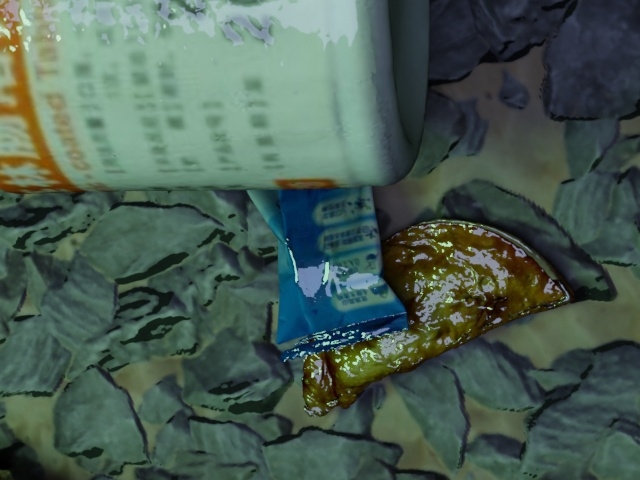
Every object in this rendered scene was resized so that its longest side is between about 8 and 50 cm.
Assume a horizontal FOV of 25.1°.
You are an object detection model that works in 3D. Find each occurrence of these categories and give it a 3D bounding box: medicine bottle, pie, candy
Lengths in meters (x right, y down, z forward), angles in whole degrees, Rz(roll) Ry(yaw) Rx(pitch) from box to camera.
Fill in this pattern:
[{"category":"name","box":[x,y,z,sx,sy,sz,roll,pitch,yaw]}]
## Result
[{"category":"medicine bottle","box":[-0.133,-0.129,0.802,0.371,0.211,0.211,-1,104,11]},{"category":"pie","box":[0.055,0.041,0.905,0.191,0.033,0.088,-27,91,15]},{"category":"candy","box":[-0.001,0.000,0.894,0.088,0.038,0.136,-17,81,21]}]

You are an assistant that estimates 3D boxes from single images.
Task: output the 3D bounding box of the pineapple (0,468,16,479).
[{"category":"pineapple","box":[-0.304,0.182,0.963,0.279,0.158,0.158,34,108,12]}]
